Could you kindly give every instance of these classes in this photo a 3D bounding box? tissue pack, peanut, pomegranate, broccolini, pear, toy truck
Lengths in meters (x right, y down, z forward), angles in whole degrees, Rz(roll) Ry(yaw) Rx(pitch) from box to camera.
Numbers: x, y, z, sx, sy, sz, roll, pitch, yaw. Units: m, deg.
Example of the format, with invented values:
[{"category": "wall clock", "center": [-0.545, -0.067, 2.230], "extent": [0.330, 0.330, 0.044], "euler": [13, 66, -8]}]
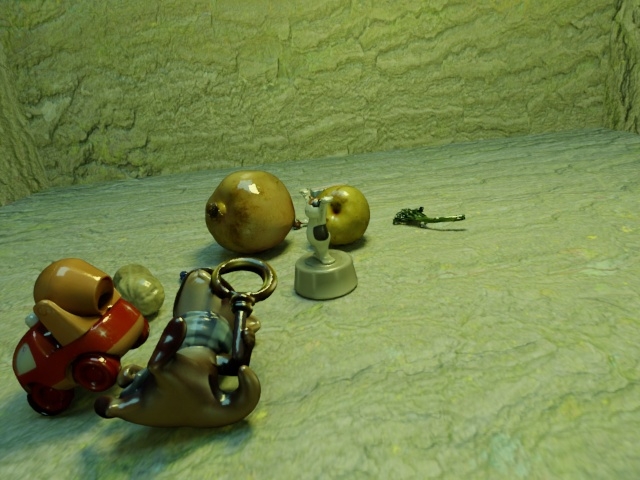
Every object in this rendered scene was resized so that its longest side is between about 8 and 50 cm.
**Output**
[{"category": "tissue pack", "center": [0.040, -0.172, 1.835], "extent": [0.155, 0.115, 0.065], "euler": [-14, 22, -15]}, {"category": "peanut", "center": [-0.509, 0.132, 1.201], "extent": [0.123, 0.123, 0.257], "euler": [-20, 21, -31]}, {"category": "pomegranate", "center": [-0.242, -0.094, 1.473], "extent": [0.319, 0.319, 0.319], "euler": [-6, 20, 2]}, {"category": "broccolini", "center": [0.396, -0.087, 1.565], "extent": [0.271, 0.062, 0.123], "euler": [4, 37, 42]}, {"category": "pear", "center": [0.066, -0.082, 1.473], "extent": [0.209, 0.209, 0.209], "euler": [-6, 20, 2]}, {"category": "toy truck", "center": [-0.482, 0.170, 0.846], "extent": [0.265, 0.239, 0.189], "euler": [-29, 17, 14]}]

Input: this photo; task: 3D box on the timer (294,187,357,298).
[{"category": "timer", "center": [0.000, 0.000, 1.162], "extent": [0.175, 0.266, 0.175], "euler": [-7, 20, 2]}]

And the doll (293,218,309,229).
[{"category": "doll", "center": [-0.073, -0.067, 1.704], "extent": [0.085, 0.040, 0.058], "euler": [-8, 10, -1]}]

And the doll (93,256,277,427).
[{"category": "doll", "center": [-0.230, 0.185, 0.820], "extent": [0.318, 0.209, 0.340], "euler": [-12, 23, 6]}]

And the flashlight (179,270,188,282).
[{"category": "flashlight", "center": [-0.404, 0.117, 1.317], "extent": [0.035, 0.057, 0.121], "euler": [-53, 28, -10]}]
